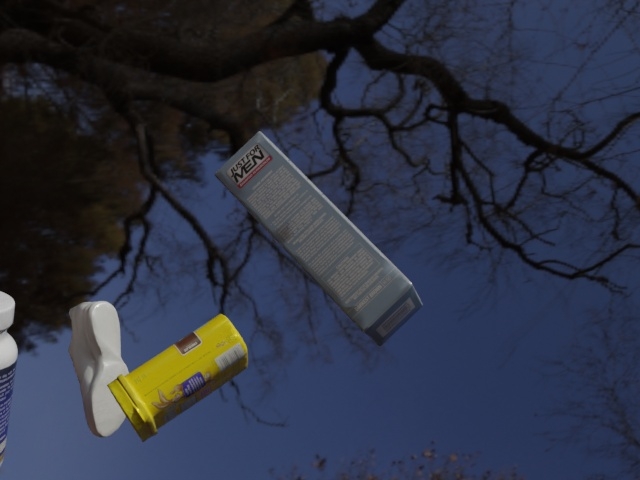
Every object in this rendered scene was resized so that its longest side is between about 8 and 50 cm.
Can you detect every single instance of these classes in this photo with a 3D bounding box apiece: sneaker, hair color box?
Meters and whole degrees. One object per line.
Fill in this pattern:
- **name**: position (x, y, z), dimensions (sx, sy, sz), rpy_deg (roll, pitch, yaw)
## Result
- **sneaker**: position (-0.361, 0.203, 1.362), dimensions (0.094, 0.080, 0.212), rpy_deg (-6, -94, 35)
- **hair color box**: position (0.000, 0.000, 1.463), dimensions (0.113, 0.185, 0.374), rpy_deg (-43, -109, -1)

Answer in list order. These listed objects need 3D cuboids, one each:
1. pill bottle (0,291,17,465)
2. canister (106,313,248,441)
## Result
- **pill bottle**: position (-0.527, 0.208, 1.251), dimensions (0.153, 0.153, 0.265), rpy_deg (24, -73, 41)
- **canister**: position (-0.180, 0.177, 1.113), dimensions (0.073, 0.170, 0.126), rpy_deg (52, -19, 16)
